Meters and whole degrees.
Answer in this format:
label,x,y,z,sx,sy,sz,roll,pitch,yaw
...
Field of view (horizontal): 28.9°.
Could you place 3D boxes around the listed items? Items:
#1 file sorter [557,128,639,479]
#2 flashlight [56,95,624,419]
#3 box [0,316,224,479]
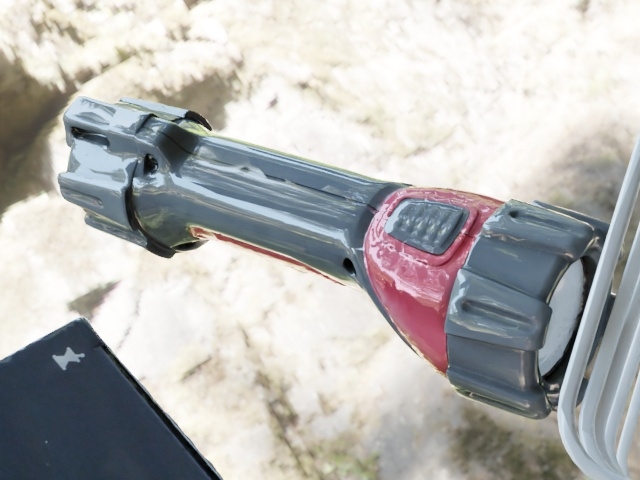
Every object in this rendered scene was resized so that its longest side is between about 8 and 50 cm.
label,x,y,z,sx,sy,sz,roll,pitch,yaw
file sorter,0.229,0.056,0.585,0.192,0.173,0.278,-71,-21,-8
flashlight,0.000,0.000,0.649,0.103,0.304,0.103,-5,-72,-54
box,-0.109,0.161,0.558,0.108,0.153,0.207,-31,-26,-30
